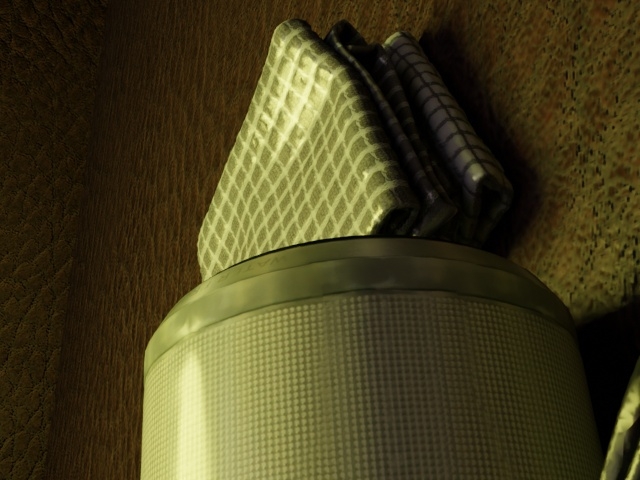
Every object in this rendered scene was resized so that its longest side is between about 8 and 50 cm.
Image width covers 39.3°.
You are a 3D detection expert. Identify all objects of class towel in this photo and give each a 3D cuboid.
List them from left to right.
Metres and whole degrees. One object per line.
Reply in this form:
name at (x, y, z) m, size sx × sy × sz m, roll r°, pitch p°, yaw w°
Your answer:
towel at (0.000, 0.000, 0.666) m, size 0.235 × 0.121 × 0.283 m, roll -108°, pitch 36°, yaw -47°

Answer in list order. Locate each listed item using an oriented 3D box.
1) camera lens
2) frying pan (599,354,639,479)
camera lens at (0.027, 0.151, 0.412) m, size 0.219 × 0.219 × 0.274 m, roll 131°, pitch 142°, yaw -50°
frying pan at (0.174, -0.069, 0.275) m, size 0.197 × 0.053 × 0.326 m, roll 114°, pitch 175°, yaw -66°
